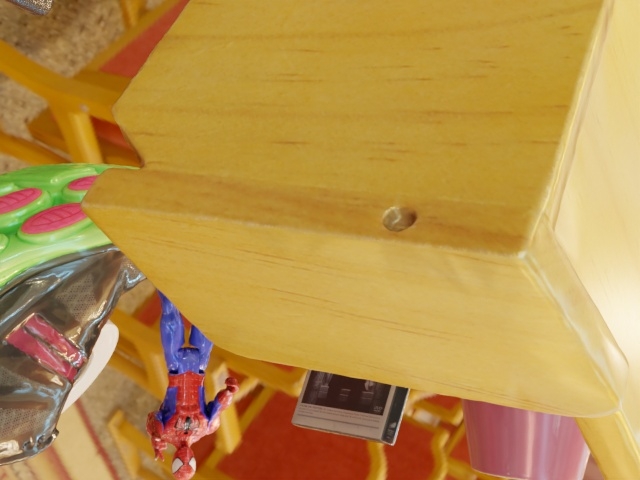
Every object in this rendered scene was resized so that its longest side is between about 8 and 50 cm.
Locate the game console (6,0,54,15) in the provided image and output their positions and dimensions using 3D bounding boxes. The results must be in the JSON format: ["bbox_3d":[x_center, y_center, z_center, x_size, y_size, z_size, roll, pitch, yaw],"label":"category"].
[{"bbox_3d":[-0.510,-0.569,1.552,0.386,0.060,0.342,6,99,-75],"label":"game console"}]

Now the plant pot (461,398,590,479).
[{"bbox_3d":[0.247,0.183,1.138,0.201,0.201,0.180,17,76,-66],"label":"plant pot"}]

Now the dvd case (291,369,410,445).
[{"bbox_3d":[0.061,0.139,1.269,0.029,0.179,0.239,30,70,-35],"label":"dvd case"}]

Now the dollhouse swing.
[{"bbox_3d":[0.098,-0.027,0.627,0.305,0.315,0.347,72,33,-45],"label":"dollhouse swing"}]

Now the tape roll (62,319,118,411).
[{"bbox_3d":[-0.475,0.177,1.584,0.246,0.169,0.246,-47,168,-13],"label":"tape roll"}]

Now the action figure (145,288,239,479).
[{"bbox_3d":[-0.134,0.120,1.010,0.139,0.091,0.280,-168,-101,-72],"label":"action figure"}]

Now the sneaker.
[{"bbox_3d":[-0.285,0.079,0.864,0.483,0.185,0.202,-35,134,-34],"label":"sneaker"}]
